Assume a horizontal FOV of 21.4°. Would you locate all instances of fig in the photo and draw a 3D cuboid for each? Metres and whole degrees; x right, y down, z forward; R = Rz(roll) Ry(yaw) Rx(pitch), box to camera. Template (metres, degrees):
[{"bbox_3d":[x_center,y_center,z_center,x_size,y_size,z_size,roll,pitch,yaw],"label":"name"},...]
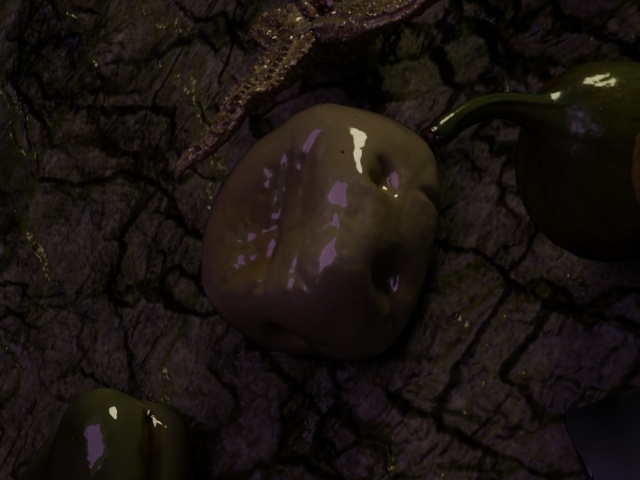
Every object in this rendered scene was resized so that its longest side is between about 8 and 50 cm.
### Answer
[{"bbox_3d":[0.163,-0.068,1.166,0.149,0.245,0.149,-22,60,47],"label":"fig"}]

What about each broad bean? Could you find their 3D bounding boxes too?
[{"bbox_3d":[-0.209,0.247,1.548,0.263,0.121,0.189,-50,44,41],"label":"broad bean"}]

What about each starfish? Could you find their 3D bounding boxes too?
[{"bbox_3d":[-0.009,-0.199,1.537,0.301,0.084,0.293,-38,29,17],"label":"starfish"}]

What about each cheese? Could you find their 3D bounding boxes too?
[{"bbox_3d":[0.000,0.000,1.420,0.235,0.117,0.218,-53,42,20],"label":"cheese"}]

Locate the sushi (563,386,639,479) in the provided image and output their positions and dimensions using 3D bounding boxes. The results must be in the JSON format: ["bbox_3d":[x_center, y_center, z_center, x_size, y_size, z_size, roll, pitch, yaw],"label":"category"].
[{"bbox_3d":[0.284,0.191,0.922,0.215,0.212,0.227,-25,56,30],"label":"sushi"}]

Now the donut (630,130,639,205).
[{"bbox_3d":[0.351,-0.072,0.980,0.330,0.160,0.330,-27,32,19],"label":"donut"}]
